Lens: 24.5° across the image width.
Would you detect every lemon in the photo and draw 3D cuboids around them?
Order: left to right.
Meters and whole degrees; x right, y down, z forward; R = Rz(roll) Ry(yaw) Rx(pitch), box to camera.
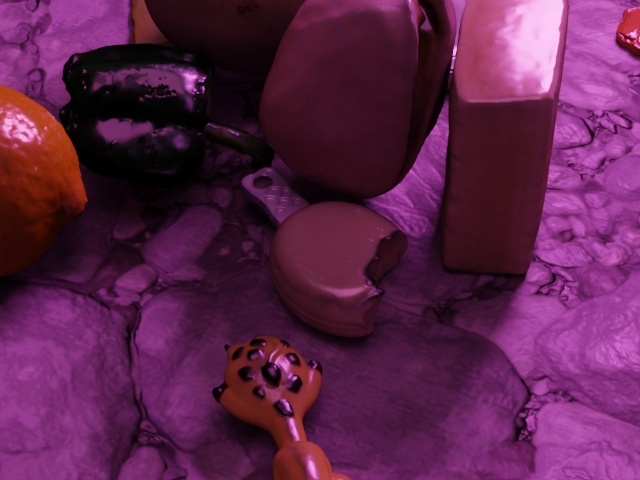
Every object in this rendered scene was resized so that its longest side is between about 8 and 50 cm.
[{"bbox_3d":[-0.404,-0.066,1.633,0.263,0.236,0.236,6,43,-25],"label":"lemon"}]

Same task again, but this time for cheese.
[{"bbox_3d":[-0.017,0.008,1.657,0.249,0.071,0.163,27,52,23],"label":"cheese"},{"bbox_3d":[0.204,-0.135,1.652,0.124,0.265,0.242,4,47,5],"label":"cheese"}]

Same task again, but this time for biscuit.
[{"bbox_3d":[0.447,-0.269,1.940,0.102,0.019,0.130,-22,49,-19],"label":"biscuit"}]

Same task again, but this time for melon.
[{"bbox_3d":[-0.217,-0.316,2.000,0.114,0.053,0.262,-25,45,3],"label":"melon"},{"bbox_3d":[-0.056,-0.339,1.799,0.330,0.268,0.268,-11,47,-4],"label":"melon"}]

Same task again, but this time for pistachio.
[{"bbox_3d":[0.048,-0.180,1.636,0.207,0.332,0.226,-11,62,-30],"label":"pistachio"}]

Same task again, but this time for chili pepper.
[{"bbox_3d":[-0.175,-0.145,1.738,0.261,0.165,0.174,5,9,-12],"label":"chili pepper"}]

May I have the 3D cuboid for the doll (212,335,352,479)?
[{"bbox_3d":[-0.029,0.202,1.466,0.117,0.086,0.291,-16,46,-8],"label":"doll"}]

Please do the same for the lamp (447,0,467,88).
[{"bbox_3d":[0.091,-0.284,1.945,0.269,0.047,0.266,-15,48,-12],"label":"lamp"}]

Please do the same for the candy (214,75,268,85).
[{"bbox_3d":[-0.131,-0.199,1.879,0.202,0.061,0.061,-7,46,-16],"label":"candy"}]
